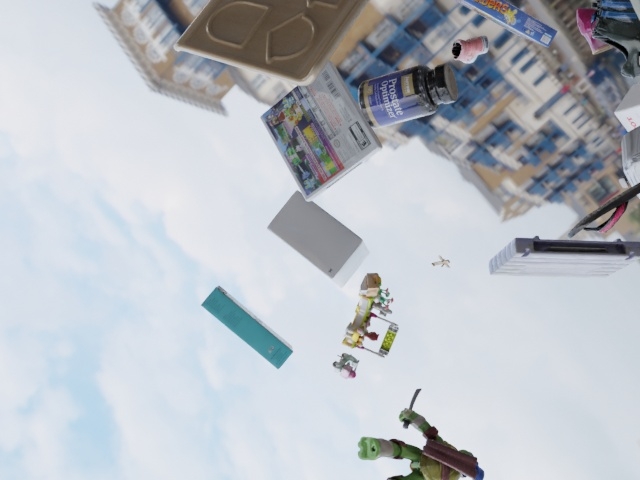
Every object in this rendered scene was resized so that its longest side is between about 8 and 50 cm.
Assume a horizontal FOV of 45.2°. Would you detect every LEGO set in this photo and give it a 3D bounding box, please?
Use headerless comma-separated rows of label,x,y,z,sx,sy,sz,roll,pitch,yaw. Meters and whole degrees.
LEGO set,0.121,0.179,1.690,0.107,0.286,0.132,24,-146,9

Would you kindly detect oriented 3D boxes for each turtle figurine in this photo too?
turtle figurine,0.179,0.473,1.641,0.266,0.197,0.275,6,-159,-37

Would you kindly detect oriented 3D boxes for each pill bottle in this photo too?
pill bottle,0.213,-0.354,1.858,0.123,0.219,0.122,33,-129,-54

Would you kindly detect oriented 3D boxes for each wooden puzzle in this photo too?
wooden puzzle,-0.066,-0.436,1.476,0.348,0.322,0.080,20,156,30

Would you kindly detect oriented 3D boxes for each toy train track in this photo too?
toy train track,0.335,0.066,2.160,0.048,0.014,0.083,49,157,-11

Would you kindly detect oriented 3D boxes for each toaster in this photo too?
toaster,0.677,-0.162,1.444,0.129,0.227,0.146,55,-142,-18

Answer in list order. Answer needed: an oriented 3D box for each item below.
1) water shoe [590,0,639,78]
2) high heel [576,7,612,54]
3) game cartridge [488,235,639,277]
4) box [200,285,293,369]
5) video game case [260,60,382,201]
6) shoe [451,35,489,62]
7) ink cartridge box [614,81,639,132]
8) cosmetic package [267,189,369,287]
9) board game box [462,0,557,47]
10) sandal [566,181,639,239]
water shoe,0.429,-0.335,1.129,0.203,0.080,0.073,61,-162,8
high heel,0.731,-0.534,1.801,0.082,0.244,0.117,-6,-105,-75
game cartridge,0.670,0.049,2.134,0.230,0.355,0.068,118,153,-74
box,-0.178,0.211,1.879,0.244,0.060,0.100,40,177,-2
video game case,-0.002,-0.206,1.457,0.023,0.183,0.201,-3,-119,-62
shoe,0.398,-0.529,2.136,0.178,0.081,0.063,-163,65,-80
ink cartridge box,0.845,-0.279,1.720,0.207,0.117,0.283,47,155,-15
cosmetic package,0.000,0.000,2.076,0.224,0.138,0.225,38,179,12
board game box,0.314,-0.419,1.391,0.201,0.035,0.136,22,-162,-20
sandal,0.498,-0.048,1.301,0.040,0.179,0.067,55,-157,3
